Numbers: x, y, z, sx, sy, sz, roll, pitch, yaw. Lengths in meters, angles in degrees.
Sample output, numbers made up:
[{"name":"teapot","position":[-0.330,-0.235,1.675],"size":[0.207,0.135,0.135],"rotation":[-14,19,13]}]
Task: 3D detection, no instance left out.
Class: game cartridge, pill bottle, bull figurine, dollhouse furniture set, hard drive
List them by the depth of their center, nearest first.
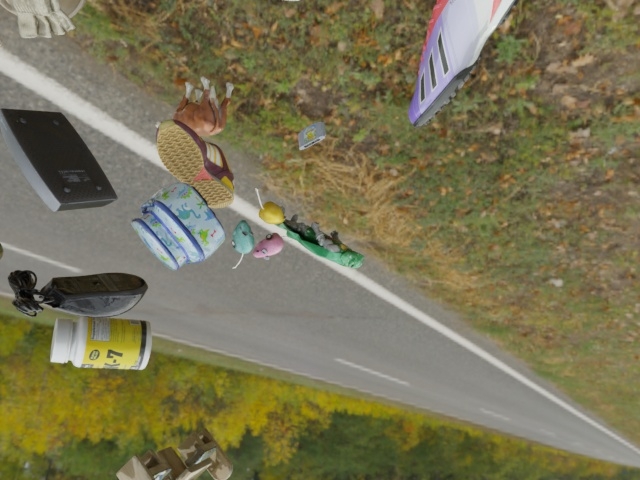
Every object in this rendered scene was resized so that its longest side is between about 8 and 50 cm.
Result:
[{"name":"dollhouse furniture set","position":[-0.257,0.448,0.935],"size":[0.161,0.242,0.212],"rotation":[47,-172,17]},{"name":"hard drive","position":[-0.569,-0.171,1.286],"size":[0.054,0.254,0.172],"rotation":[-41,168,27]},{"name":"pill bottle","position":[-0.510,0.238,1.390],"size":[0.209,0.119,0.119],"rotation":[8,165,-26]},{"name":"game cartridge","position":[-0.024,-0.277,1.567],"size":[0.083,0.056,0.017],"rotation":[-23,144,30]},{"name":"bull figurine","position":[-0.374,-0.375,1.772],"size":[0.310,0.188,0.101],"rotation":[7,174,44]}]

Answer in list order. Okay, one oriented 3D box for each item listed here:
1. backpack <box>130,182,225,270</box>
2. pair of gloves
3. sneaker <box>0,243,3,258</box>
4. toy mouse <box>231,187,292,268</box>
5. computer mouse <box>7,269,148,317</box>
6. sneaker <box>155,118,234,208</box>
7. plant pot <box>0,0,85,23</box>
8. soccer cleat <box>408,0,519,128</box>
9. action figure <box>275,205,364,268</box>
[{"name":"backpack","position":[-0.177,-0.014,0.748],"size":[0.105,0.084,0.114],"rotation":[53,154,-14]},{"name":"pair of gloves","position":[-0.469,-0.377,0.836],"size":[0.240,0.042,0.204],"rotation":[7,133,30]},{"name":"sneaker","position":[-0.465,-0.033,0.726],"size":[0.192,0.086,0.064],"rotation":[31,-170,-48]},{"name":"toy mouse","position":[-0.109,0.001,1.083],"size":[0.031,0.143,0.161],"rotation":[38,179,37]},{"name":"computer mouse","position":[-0.502,0.120,1.251],"size":[0.272,0.072,0.188],"rotation":[0,-161,-33]},{"name":"sneaker","position":[-0.197,-0.133,0.944],"size":[0.070,0.083,0.185],"rotation":[-16,139,12]},{"name":"plant pot","position":[-0.926,-0.845,1.922],"size":[0.323,0.323,0.280],"rotation":[15,-155,-20]},{"name":"soccer cleat","position":[0.215,-0.332,0.960],"size":[0.116,0.108,0.318],"rotation":[33,118,2]},{"name":"action figure","position":[0.000,0.000,1.192],"size":[0.232,0.063,0.137],"rotation":[31,-176,39]}]
